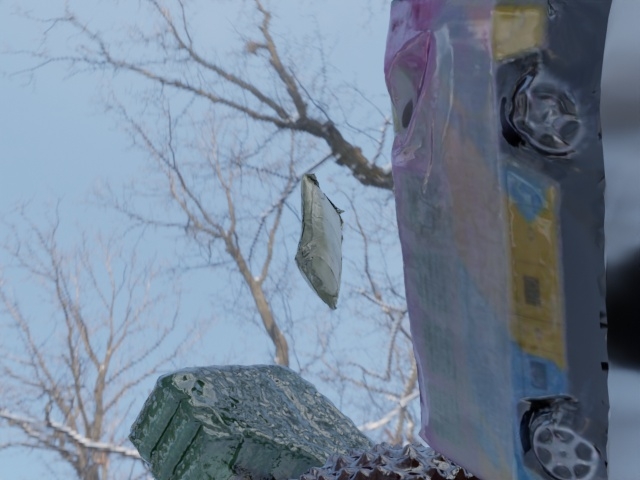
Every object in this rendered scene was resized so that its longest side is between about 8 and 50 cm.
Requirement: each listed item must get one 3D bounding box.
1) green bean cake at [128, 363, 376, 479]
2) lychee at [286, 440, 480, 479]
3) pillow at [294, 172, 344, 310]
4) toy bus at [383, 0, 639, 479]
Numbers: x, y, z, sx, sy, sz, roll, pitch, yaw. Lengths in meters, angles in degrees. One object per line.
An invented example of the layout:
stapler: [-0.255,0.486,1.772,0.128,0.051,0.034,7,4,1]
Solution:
green bean cake: [-0.083,0.322,1.375,0.308,0.300,0.169,10,-65,-50]
lychee: [0.079,0.310,0.806,0.306,0.330,0.306,1,-86,23]
pillow: [0.000,0.000,1.451,0.053,0.208,0.119,-15,-50,17]
toy bus: [0.142,-0.009,0.642,0.171,0.162,0.386,-34,-56,-43]
